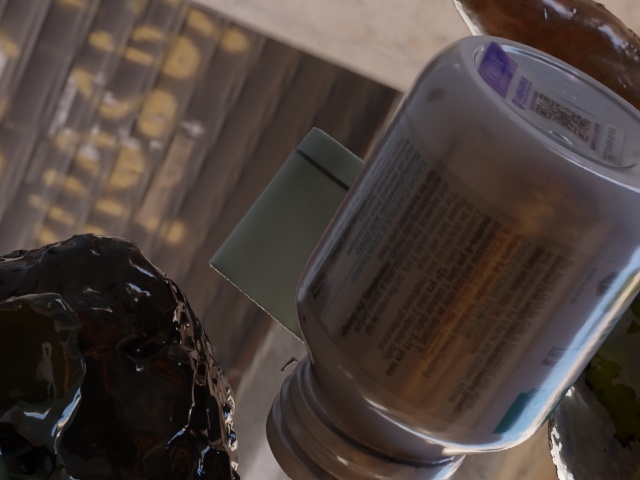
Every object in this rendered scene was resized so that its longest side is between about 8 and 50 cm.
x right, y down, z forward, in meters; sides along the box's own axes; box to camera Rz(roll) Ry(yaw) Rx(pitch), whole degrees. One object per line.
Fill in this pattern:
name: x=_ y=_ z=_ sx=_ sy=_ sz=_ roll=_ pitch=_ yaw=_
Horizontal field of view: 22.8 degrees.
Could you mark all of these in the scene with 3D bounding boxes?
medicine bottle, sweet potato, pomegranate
medicine bottle: x=0.062 y=0.027 z=0.731 sx=0.215 sy=0.135 sz=0.135 roll=-60 pitch=-162 yaw=26
sweet potato: x=0.229 y=-0.136 z=1.302 sx=0.095 sy=0.354 sz=0.106 roll=-52 pitch=-173 yaw=0
pomegranate: x=0.273 y=0.113 z=1.006 sx=0.222 sy=0.276 sz=0.204 roll=-55 pitch=157 yaw=17

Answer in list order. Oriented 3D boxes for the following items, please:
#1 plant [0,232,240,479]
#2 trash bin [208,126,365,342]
plant: x=-0.149 y=0.112 z=0.758 sx=0.312 sy=0.213 sz=0.215 roll=-34 pitch=110 yaw=-85
trash bin: x=0.000 y=0.000 z=1.163 sx=0.130 sy=0.116 sz=0.059 roll=-51 pitch=154 yaw=0
